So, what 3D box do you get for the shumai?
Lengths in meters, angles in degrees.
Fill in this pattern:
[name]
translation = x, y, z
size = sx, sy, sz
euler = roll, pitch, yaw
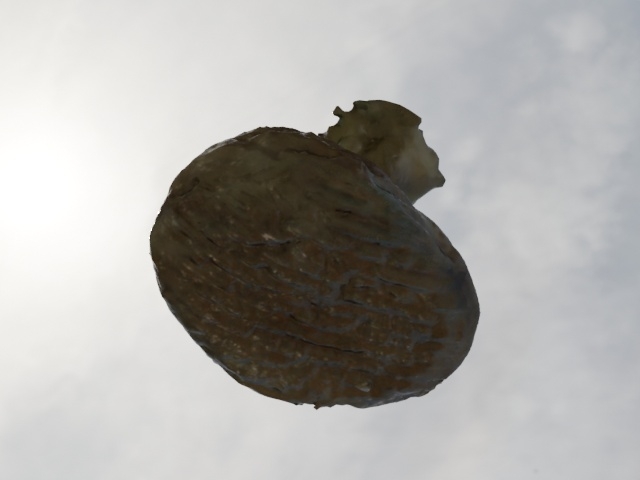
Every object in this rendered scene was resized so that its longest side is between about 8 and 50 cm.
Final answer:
[shumai]
translation = 0.000, 0.000, 0.831
size = 0.161, 0.209, 0.153
euler = -58, -164, 33
